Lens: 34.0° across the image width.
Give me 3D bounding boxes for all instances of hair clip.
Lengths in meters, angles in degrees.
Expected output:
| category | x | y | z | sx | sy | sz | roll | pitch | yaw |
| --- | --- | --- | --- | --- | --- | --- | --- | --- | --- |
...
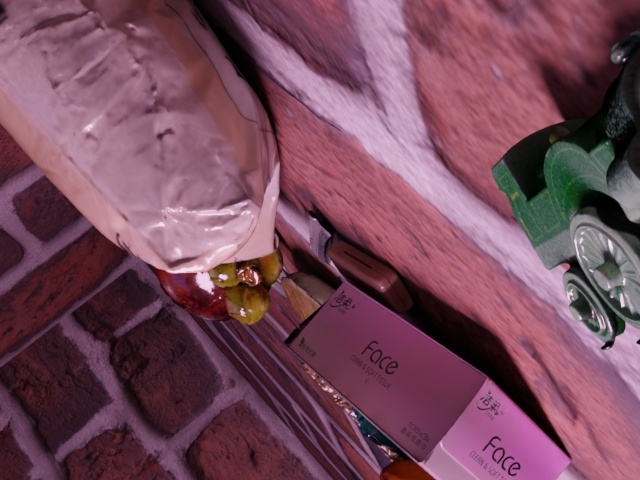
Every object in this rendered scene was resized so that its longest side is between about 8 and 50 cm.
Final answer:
| category | x | y | z | sx | sy | sz | roll | pitch | yaw |
| --- | --- | --- | --- | --- | --- | --- | --- | --- | --- |
| hair clip | -0.026 | 0.085 | 1.433 | 0.115 | 0.030 | 0.039 | 46 | -174 | 36 |

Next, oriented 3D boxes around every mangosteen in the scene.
| category | x | y | z | sx | sy | sz | roll | pitch | yaw |
| --- | --- | --- | --- | --- | --- | --- | --- | --- | --- |
| mangosteen | -0.121 | 0.023 | 1.313 | 0.180 | 0.166 | 0.166 | 12 | 141 | 50 |

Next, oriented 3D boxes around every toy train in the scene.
| category | x | y | z | sx | sy | sz | roll | pitch | yaw |
| --- | --- | --- | --- | --- | --- | --- | --- | --- | --- |
| toy train | 0.133 | -0.018 | 0.427 | 0.105 | 0.071 | 0.178 | 61 | 171 | 8 |

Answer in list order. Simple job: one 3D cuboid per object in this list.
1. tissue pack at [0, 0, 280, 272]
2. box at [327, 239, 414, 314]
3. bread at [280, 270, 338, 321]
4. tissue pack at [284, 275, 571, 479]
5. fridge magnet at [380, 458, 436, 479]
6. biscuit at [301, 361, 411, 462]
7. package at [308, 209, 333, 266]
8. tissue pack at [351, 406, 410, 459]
| category | x | y | z | sx | sy | sz | roll | pitch | yaw |
| --- | --- | --- | --- | --- | --- | --- | --- | --- | --- |
| tissue pack | -0.174 | -0.134 | 0.975 | 0.390 | 0.195 | 0.375 | 52 | -179 | -1 |
| box | 0.046 | 0.036 | 1.010 | 0.048 | 0.025 | 0.115 | 60 | 166 | -29 |
| bread | 0.049 | 0.138 | 1.268 | 0.267 | 0.040 | 0.267 | 48 | 169 | 13 |
| tissue pack | 0.091 | 0.144 | 0.950 | 0.148 | 0.092 | 0.246 | 45 | 173 | -33 |
| fridge magnet | 0.194 | 0.421 | 1.280 | 0.363 | 0.155 | 0.364 | 46 | 167 | 14 |
| biscuit | 0.067 | 0.245 | 1.476 | 0.237 | 0.026 | 0.131 | 45 | -174 | 5 |
| package | 0.000 | 0.000 | 1.100 | 0.037 | 0.015 | 0.110 | 49 | 167 | 14 |
| tissue pack | 0.072 | 0.238 | 1.380 | 0.085 | 0.028 | 0.138 | 34 | -164 | -23 |
